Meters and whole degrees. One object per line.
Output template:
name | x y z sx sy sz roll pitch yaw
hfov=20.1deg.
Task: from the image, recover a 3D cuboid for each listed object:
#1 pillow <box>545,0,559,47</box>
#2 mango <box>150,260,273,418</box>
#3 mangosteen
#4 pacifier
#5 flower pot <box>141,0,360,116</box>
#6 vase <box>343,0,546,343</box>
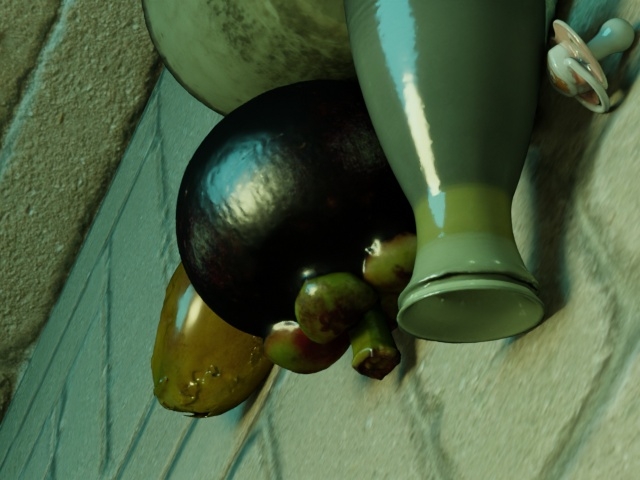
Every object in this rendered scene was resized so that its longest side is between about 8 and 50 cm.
pillow | 0.176 -0.202 1.668 0.144 0.078 0.254 -11 58 58
mango | -0.123 0.092 2.152 0.156 0.151 0.248 20 85 41
mangosteen | 0.000 0.000 1.737 0.275 0.275 0.302 -53 55 45
pacifier | 0.226 -0.150 1.473 0.078 0.081 0.099 -37 -10 -6
flower pot | -0.008 -0.283 1.811 0.330 0.294 0.293 160 130 -72
vase | 0.115 -0.083 1.490 0.173 0.173 0.321 134 139 -54
